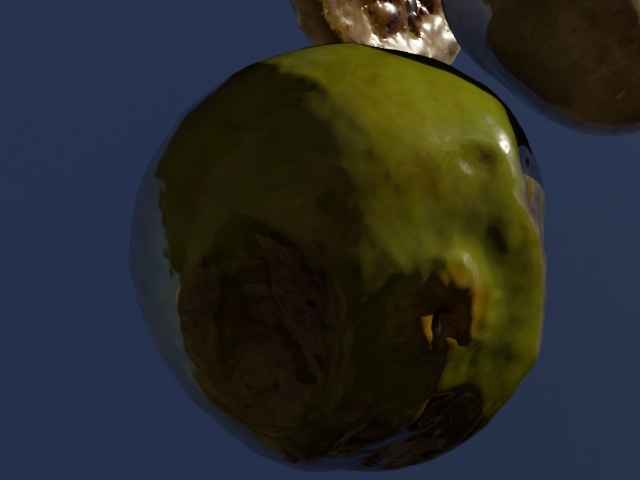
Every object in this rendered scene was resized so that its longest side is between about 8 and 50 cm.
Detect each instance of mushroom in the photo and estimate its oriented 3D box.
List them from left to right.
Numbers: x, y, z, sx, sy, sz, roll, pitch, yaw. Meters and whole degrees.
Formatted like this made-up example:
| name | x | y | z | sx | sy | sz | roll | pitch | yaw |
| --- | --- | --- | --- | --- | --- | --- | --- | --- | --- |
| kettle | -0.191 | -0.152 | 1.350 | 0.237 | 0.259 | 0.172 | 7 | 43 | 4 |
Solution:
| name | x | y | z | sx | sy | sz | roll | pitch | yaw |
| --- | --- | --- | --- | --- | --- | --- | --- | --- | --- |
| mushroom | 0.152 | -0.136 | 0.720 | 0.127 | 0.166 | 0.166 | -45 | -110 | 5 |

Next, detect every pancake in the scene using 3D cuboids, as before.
| name | x | y | z | sx | sy | sz | roll | pitch | yaw |
| --- | --- | --- | --- | --- | --- | --- | --- | --- | --- |
| pancake | 0.089 | -0.308 | 1.164 | 0.065 | 0.356 | 0.356 | 16 | -97 | 32 |

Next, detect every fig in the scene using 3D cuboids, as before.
| name | x | y | z | sx | sy | sz | roll | pitch | yaw |
| --- | --- | --- | --- | --- | --- | --- | --- | --- | --- |
| fig | 0.000 | 0.000 | 0.695 | 0.271 | 0.239 | 0.239 | 28 | -93 | 53 |
